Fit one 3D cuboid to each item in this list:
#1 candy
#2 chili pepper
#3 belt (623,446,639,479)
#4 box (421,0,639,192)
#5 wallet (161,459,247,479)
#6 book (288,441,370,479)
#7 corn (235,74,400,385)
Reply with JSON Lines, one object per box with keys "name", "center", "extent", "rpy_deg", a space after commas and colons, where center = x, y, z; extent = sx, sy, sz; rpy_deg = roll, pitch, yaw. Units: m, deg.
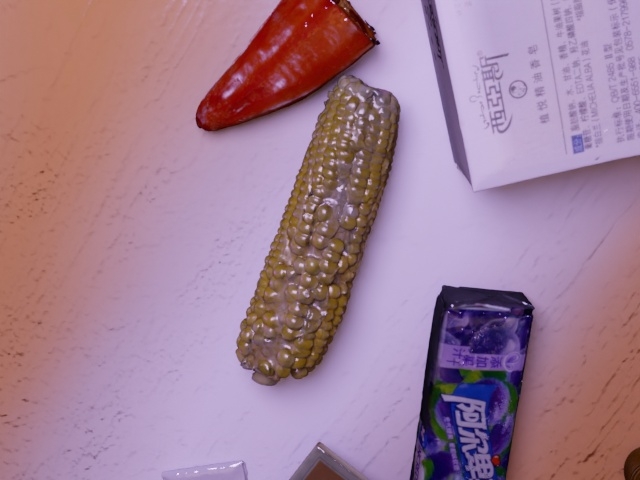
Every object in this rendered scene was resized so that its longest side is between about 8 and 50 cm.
{"name": "candy", "center": [0.134, 0.197, 0.922], "extent": [0.088, 0.061, 0.312], "rpy_deg": [4, 107, -4]}
{"name": "chili pepper", "center": [-0.041, -0.146, 0.820], "extent": [0.169, 0.065, 0.088], "rpy_deg": [-38, 92, 16]}
{"name": "belt", "center": [0.331, 0.240, 0.950], "extent": [0.059, 0.036, 0.083], "rpy_deg": [-42, 103, 18]}
{"name": "box", "center": [0.186, -0.197, 0.773], "extent": [0.203, 0.116, 0.274], "rpy_deg": [-14, 107, 4]}
{"name": "wallet", "center": [-0.112, 0.241, 0.961], "extent": [0.083, 0.011, 0.044], "rpy_deg": [-8, 107, 2]}
{"name": "book", "center": [0.001, 0.331, 0.951], "extent": [0.170, 0.018, 0.242], "rpy_deg": [37, 112, 4]}
{"name": "corn", "center": [0.000, 0.000, 0.849], "extent": [0.086, 0.086, 0.288], "rpy_deg": [18, 105, -6]}
